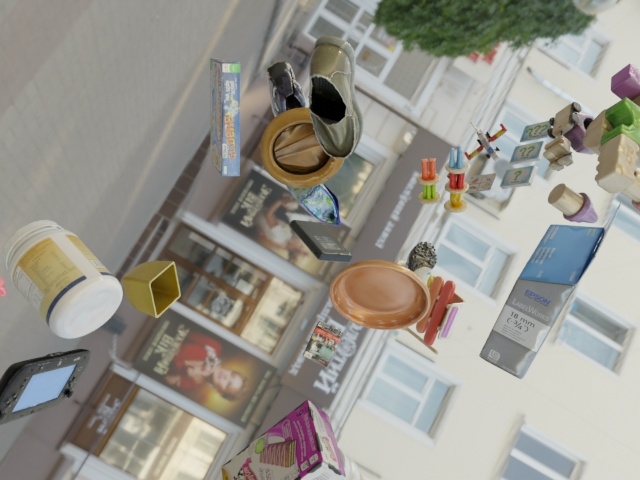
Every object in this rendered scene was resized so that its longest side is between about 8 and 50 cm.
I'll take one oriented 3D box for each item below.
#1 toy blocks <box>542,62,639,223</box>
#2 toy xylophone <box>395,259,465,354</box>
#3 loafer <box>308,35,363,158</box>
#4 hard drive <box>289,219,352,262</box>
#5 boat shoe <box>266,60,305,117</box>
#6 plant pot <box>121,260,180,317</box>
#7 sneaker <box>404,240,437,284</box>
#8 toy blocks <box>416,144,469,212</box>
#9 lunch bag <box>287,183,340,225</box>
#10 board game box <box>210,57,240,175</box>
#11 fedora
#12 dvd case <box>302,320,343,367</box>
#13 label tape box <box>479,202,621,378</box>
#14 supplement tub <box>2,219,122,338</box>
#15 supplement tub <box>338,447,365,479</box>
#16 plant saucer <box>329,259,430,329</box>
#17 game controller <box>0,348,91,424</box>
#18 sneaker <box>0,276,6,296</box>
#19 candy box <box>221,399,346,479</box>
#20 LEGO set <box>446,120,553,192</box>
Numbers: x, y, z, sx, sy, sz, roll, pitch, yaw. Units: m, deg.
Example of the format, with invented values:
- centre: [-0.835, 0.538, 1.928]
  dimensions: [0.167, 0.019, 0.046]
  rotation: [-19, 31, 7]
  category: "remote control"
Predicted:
- centre: [0.576, -0.128, 1.099]
  dimensions: [0.309, 0.260, 0.288]
  rotation: [-38, -155, 56]
  category: "toy blocks"
- centre: [0.311, 0.202, 1.961]
  dimensions: [0.322, 0.081, 0.236]
  rotation: [30, -72, 58]
  category: "toy xylophone"
- centre: [0.013, -0.220, 1.098]
  dimensions: [0.251, 0.094, 0.087]
  rotation: [77, 33, -54]
  category: "loafer"
- centre: [0.000, 0.000, 1.486]
  dimensions: [0.135, 0.094, 0.022]
  rotation: [49, -58, 40]
  category: "hard drive"
- centre: [-0.105, -0.459, 2.295]
  dimensions: [0.127, 0.158, 0.340]
  rotation: [-22, 154, 2]
  category: "boat shoe"
- centre: [-0.329, 0.087, 1.248]
  dimensions: [0.081, 0.083, 0.081]
  rotation: [-49, 142, -52]
  category: "plant pot"
- centre: [0.254, 0.108, 1.781]
  dimensions: [0.237, 0.085, 0.086]
  rotation: [-69, -171, -25]
  category: "sneaker"
- centre: [0.266, -0.145, 1.427]
  dimensions: [0.054, 0.123, 0.148]
  rotation: [-38, 136, -37]
  category: "toy blocks"
- centre: [-0.008, -0.116, 1.895]
  dimensions: [0.096, 0.151, 0.129]
  rotation: [-40, -145, 1]
  category: "lunch bag"
- centre: [-0.178, -0.231, 1.211]
  dimensions: [0.136, 0.035, 0.201]
  rotation: [-137, -134, -65]
  category: "board game box"
- centre: [-0.039, -0.212, 1.476]
  dimensions: [0.194, 0.194, 0.079]
  rotation: [-57, -171, 15]
  category: "fedora"
- centre: [0.007, 0.317, 2.004]
  dimensions: [0.119, 0.087, 0.013]
  rotation: [-65, -172, -10]
  category: "dvd case"
- centre: [0.458, 0.081, 1.318]
  dimensions: [0.240, 0.106, 0.334]
  rotation: [-41, 152, -46]
  category: "label tape box"
- centre: [-0.763, 0.109, 1.924]
  dimensions: [0.228, 0.316, 0.228]
  rotation: [-40, 157, -21]
  category: "supplement tub"
- centre: [0.032, 0.543, 1.386]
  dimensions: [0.144, 0.200, 0.144]
  rotation: [-19, -150, 11]
  category: "supplement tub"
- centre: [0.118, 0.104, 1.298]
  dimensions: [0.200, 0.200, 0.037]
  rotation: [-53, -162, 44]
  category: "plant saucer"
- centre: [-0.665, 0.342, 1.558]
  dimensions: [0.166, 0.067, 0.319]
  rotation: [-51, 170, 6]
  category: "game controller"
- centre: [-0.672, 0.119, 1.143]
  dimensions: [0.116, 0.136, 0.314]
  rotation: [-26, -164, 29]
  category: "sneaker"
- centre: [-0.076, 0.432, 1.225]
  dimensions: [0.233, 0.071, 0.159]
  rotation: [-41, -150, 11]
  category: "candy box"
- centre: [0.394, -0.197, 1.493]
  dimensions: [0.244, 0.060, 0.182]
  rotation: [-4, -126, 54]
  category: "LEGO set"
